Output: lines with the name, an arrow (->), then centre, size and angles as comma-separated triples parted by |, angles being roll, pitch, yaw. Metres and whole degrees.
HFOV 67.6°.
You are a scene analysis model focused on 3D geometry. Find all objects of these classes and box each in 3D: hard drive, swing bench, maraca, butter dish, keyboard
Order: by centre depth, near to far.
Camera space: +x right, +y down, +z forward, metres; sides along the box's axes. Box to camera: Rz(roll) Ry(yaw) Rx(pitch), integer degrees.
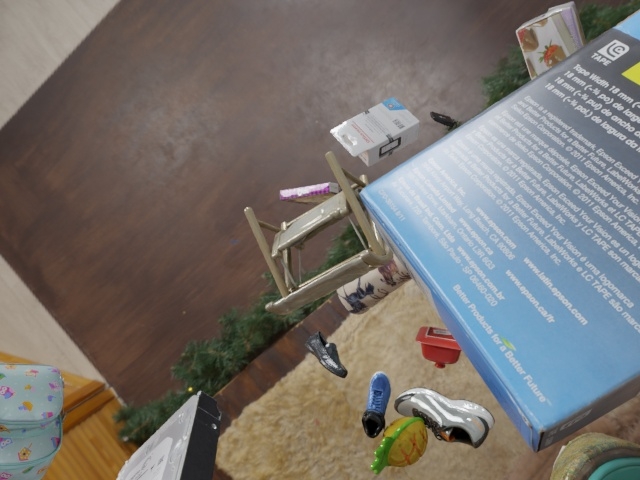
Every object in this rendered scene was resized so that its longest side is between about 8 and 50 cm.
hard drive -> -0.258, 0.416, 0.715 | 0.064, 0.339, 0.237 | 41, 103, -17
swing bench -> 0.000, 0.000, 1.019 | 0.253, 0.165, 0.255 | -29, 64, 25
maraca -> 0.187, 0.486, 1.137 | 0.099, 0.185, 0.127 | 26, 115, 43
butter dish -> 0.388, 0.353, 1.532 | 0.160, 0.160, 0.119 | 6, 100, 19
keyboard -> 0.413, -0.396, 1.610 | 0.100, 0.192, 0.038 | 18, 114, 5

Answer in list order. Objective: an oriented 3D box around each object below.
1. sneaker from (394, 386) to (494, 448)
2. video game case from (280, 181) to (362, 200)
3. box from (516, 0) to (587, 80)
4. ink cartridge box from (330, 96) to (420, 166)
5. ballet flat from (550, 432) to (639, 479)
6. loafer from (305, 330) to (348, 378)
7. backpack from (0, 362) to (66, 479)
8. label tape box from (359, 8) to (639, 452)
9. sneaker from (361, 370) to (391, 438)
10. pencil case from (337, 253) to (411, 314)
sneaker -> 0.311, 0.469, 1.265 | 0.271, 0.108, 0.100 | 1, 124, 40
video game case -> 0.006, -0.166, 1.742 | 0.232, 0.210, 0.042 | -4, 85, 39
box -> 0.337, -0.133, 0.615 | 0.063, 0.067, 0.324 | -13, 111, 39
ink cartridge box -> 0.057, -0.111, 0.505 | 0.083, 0.028, 0.048 | -30, 60, -14
ballet flat -> 0.331, 0.271, 0.521 | 0.348, 0.123, 0.123 | 23, 98, -27
loafer -> 0.026, 0.383, 1.620 | 0.076, 0.223, 0.078 | 39, 88, -37
backpack -> -0.497, 0.291, 0.758 | 0.144, 0.165, 0.188 | -47, 50, 19
label tape box -> 0.236, -0.030, 0.384 | 0.333, 0.106, 0.241 | -32, 52, 3
sneaker -> 0.137, 0.401, 1.160 | 0.058, 0.084, 0.152 | 12, 93, 9
pencil case -> 0.207, 0.108, 1.633 | 0.160, 0.184, 0.410 | 40, 139, -2
